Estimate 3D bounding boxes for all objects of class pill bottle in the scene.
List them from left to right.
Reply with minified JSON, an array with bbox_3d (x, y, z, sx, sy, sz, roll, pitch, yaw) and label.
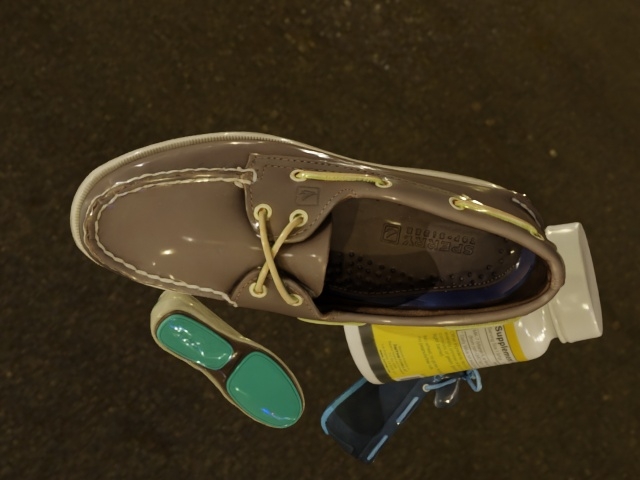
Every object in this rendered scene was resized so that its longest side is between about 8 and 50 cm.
[{"bbox_3d":[0.132,0.052,1.002,0.119,0.208,0.119,-12,90,-73],"label":"pill bottle"}]

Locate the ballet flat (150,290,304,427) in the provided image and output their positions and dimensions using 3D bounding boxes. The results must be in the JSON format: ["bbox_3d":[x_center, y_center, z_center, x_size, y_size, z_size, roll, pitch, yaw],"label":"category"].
[{"bbox_3d":[-0.116,0.144,1.444,0.248,0.086,0.086,44,33,-28],"label":"ballet flat"}]

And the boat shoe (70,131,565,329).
[{"bbox_3d":[0.000,0.000,0.756,0.324,0.117,0.097,6,15,-12],"label":"boat shoe"}]

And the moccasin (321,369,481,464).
[{"bbox_3d":[0.155,0.184,1.612,0.117,0.342,0.137,49,23,6],"label":"moccasin"}]
